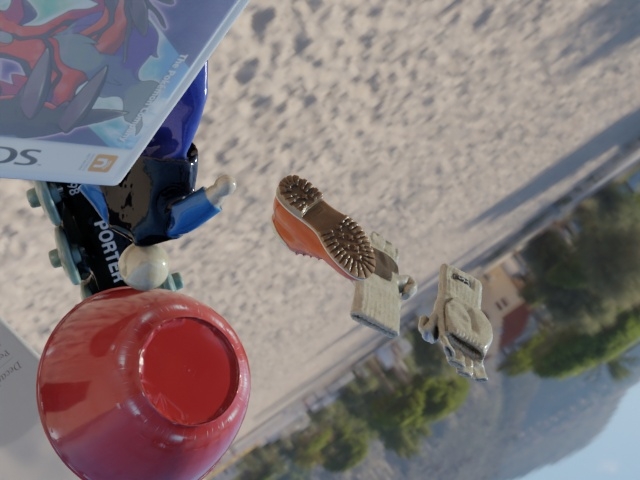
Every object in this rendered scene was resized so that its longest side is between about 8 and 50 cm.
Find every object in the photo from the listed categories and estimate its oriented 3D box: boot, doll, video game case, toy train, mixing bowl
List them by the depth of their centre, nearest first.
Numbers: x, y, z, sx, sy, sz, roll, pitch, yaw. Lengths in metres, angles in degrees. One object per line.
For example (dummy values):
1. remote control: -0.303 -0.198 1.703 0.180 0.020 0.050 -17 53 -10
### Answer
1. video game case: -0.106 -0.094 0.373 0.183 0.023 0.201 1 141 -45
2. doll: -0.117 -0.054 0.742 0.046 0.129 0.189 -16 118 -69
3. mixing bowl: -0.125 0.112 0.828 0.181 0.181 0.098 -30 180 -37
4. boot: 0.000 0.000 1.254 0.059 0.158 0.085 -32 161 -38
5. toy train: -0.273 -0.026 1.277 0.142 0.190 0.334 -19 126 -10

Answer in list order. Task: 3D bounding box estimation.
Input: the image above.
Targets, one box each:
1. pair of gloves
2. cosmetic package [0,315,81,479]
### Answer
1. pair of gloves: 0.134 0.087 1.447 0.042 0.240 0.204 -53 -157 32
2. cosmetic package: -0.339 0.214 1.105 0.161 0.453 0.230 -43 163 -21
